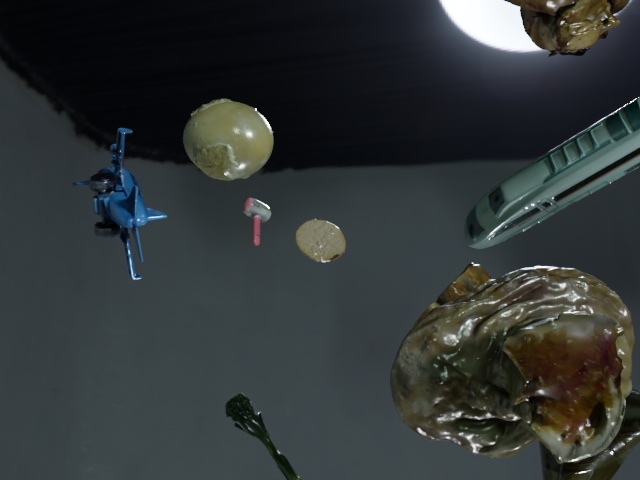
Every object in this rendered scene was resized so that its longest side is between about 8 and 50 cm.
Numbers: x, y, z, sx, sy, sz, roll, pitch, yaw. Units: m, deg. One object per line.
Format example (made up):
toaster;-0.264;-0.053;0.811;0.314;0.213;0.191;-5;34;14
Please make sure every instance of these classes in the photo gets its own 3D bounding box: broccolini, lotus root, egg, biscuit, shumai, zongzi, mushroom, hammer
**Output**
broccolini;-0.070;0.243;0.922;0.140;0.035;0.030;50;-22;27
lotus root;0.336;0.183;1.737;0.199;0.180;0.188;-30;159;-28
egg;-0.189;-0.201;1.547;0.164;0.202;0.164;-19;114;-50
biscuit;0.000;0.000;1.727;0.015;0.120;0.120;112;-10;-51
shumai;0.170;0.107;0.590;0.153;0.210;0.161;-150;-121;-70
zongzi;0.433;0.315;1.138;0.112;0.242;0.220;-18;105;-37
mushroom;0.392;-0.445;1.252;0.263;0.195;0.283;-16;82;-32
hammer;-0.105;-0.028;1.245;0.053;0.031;0.083;27;49;-37

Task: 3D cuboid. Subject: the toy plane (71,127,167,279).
toy plane;-0.333;-0.070;1.261;0.105;0.271;0.254;-13;117;-29

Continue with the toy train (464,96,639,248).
toy train;0.406;-0.103;1.363;0.088;0.407;0.086;23;44;-43
